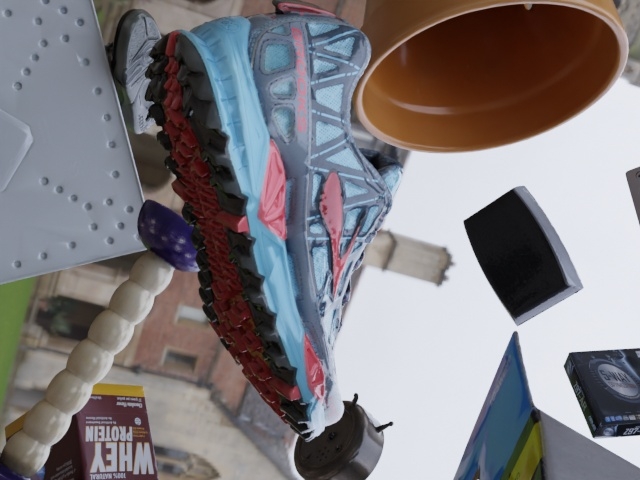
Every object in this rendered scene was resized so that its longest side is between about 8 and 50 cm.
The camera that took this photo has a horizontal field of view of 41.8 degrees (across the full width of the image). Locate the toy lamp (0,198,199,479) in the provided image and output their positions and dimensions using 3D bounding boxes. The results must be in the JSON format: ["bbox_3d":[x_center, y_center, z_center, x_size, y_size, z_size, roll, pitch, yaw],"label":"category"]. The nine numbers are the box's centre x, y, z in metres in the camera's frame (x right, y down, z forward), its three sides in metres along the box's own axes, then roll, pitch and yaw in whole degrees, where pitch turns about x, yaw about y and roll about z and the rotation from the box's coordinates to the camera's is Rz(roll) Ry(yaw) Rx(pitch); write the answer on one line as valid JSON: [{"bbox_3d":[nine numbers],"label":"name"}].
[{"bbox_3d":[-0.173,0.103,0.597,0.274,0.080,0.080,-55,-169,-12],"label":"toy lamp"}]

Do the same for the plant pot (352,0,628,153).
[{"bbox_3d":[0.170,-0.254,0.933,0.291,0.291,0.203,131,-42,-59],"label":"plant pot"}]

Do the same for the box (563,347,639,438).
[{"bbox_3d":[0.232,0.112,0.623,0.067,0.083,0.018,-99,-170,-45],"label":"box"}]

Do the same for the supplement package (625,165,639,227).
[{"bbox_3d":[0.425,0.011,0.788,0.194,0.149,0.203,-24,-131,30],"label":"supplement package"}]

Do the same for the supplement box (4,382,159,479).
[{"bbox_3d":[-0.355,0.338,1.249,0.191,0.129,0.194,-33,-121,31],"label":"supplement box"}]

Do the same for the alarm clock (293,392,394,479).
[{"bbox_3d":[0.010,0.304,1.181,0.192,0.064,0.129,-51,-151,-7],"label":"alarm clock"}]

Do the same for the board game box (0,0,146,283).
[{"bbox_3d":[-0.470,-0.135,1.179,0.050,0.390,0.389,-130,-153,-79],"label":"board game box"}]

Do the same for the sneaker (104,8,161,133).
[{"bbox_3d":[-0.296,-0.261,1.213,0.087,0.130,0.227,-50,170,-26],"label":"sneaker"}]

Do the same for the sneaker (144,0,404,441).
[{"bbox_3d":[0.000,0.000,0.461,0.104,0.125,0.261,41,-32,47],"label":"sneaker"}]

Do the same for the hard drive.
[{"bbox_3d":[0.398,0.025,1.696,0.172,0.054,0.254,-34,-119,22],"label":"hard drive"}]

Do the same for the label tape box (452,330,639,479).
[{"bbox_3d":[0.106,0.234,0.365,0.333,0.106,0.240,-72,176,-61],"label":"label tape box"}]

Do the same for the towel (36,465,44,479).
[{"bbox_3d":[-0.429,0.321,1.106,0.029,0.119,0.067,39,-71,43],"label":"towel"}]
